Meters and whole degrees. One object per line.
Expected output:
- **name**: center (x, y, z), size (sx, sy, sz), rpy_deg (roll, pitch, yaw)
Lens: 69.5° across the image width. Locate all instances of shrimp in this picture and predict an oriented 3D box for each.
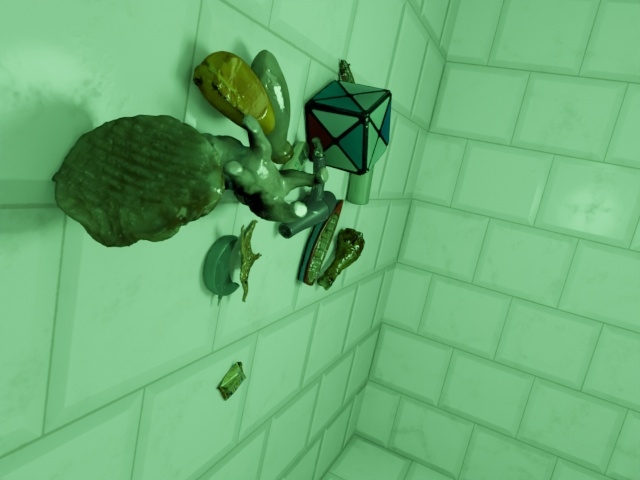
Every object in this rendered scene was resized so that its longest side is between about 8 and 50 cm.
- **shrimp**: center (0.101, -0.629, 1.820), size (0.101, 0.042, 0.190), rpy_deg (-54, 152, -24)

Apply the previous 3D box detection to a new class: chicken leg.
- **chicken leg**: center (0.116, 0.066, 2.202), size (0.361, 0.140, 0.212), rpy_deg (-54, 159, -47)

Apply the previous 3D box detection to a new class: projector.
- **projector**: center (0.200, -0.339, 2.163), size (0.108, 0.108, 0.338), rpy_deg (-31, 133, -59)

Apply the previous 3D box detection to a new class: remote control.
- **remote control**: center (-0.099, -0.251, 1.608), size (0.221, 0.042, 0.078), rpy_deg (-66, 156, -21)

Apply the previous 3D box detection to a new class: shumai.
- **shumai**: center (-0.305, -0.080, 0.917), size (0.262, 0.314, 0.267), rpy_deg (60, 37, -66)

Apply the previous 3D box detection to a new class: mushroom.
- **mushroom**: center (-0.142, -0.368, 1.323), size (0.128, 0.128, 0.350), rpy_deg (-59, 157, -32)

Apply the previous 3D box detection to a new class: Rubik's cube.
- **Rubik's cube**: center (0.107, -0.422, 1.705), size (0.246, 0.248, 0.250), rpy_deg (-53, 151, -43)

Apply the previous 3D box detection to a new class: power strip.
- **power strip**: center (-0.293, 0.097, 1.386), size (0.137, 0.044, 0.216), rpy_deg (-38, 138, -56)

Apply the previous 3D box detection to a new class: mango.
- **mango**: center (-0.196, -0.353, 1.144), size (0.126, 0.154, 0.252), rpy_deg (-53, 138, -4)

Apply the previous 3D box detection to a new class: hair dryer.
- **hair dryer**: center (-0.039, -0.200, 1.675), size (0.301, 0.121, 0.361), rpy_deg (-39, 143, -45)

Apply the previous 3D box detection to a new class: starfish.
- **starfish**: center (-0.230, 0.041, 1.448), size (0.231, 0.048, 0.295), rpy_deg (-81, 174, -51)

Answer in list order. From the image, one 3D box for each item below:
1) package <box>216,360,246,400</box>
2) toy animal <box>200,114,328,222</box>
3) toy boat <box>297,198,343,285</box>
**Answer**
- **package**: center (-0.312, 0.499, 1.637), size (0.121, 0.031, 0.108), rpy_deg (-51, 148, -33)
- **toy animal**: center (-0.199, -0.168, 1.222), size (0.344, 0.302, 0.194), rpy_deg (34, 67, -42)
- **toy boat**: center (0.000, 0.000, 1.963), size (0.136, 0.079, 0.392), rpy_deg (30, 78, -65)
